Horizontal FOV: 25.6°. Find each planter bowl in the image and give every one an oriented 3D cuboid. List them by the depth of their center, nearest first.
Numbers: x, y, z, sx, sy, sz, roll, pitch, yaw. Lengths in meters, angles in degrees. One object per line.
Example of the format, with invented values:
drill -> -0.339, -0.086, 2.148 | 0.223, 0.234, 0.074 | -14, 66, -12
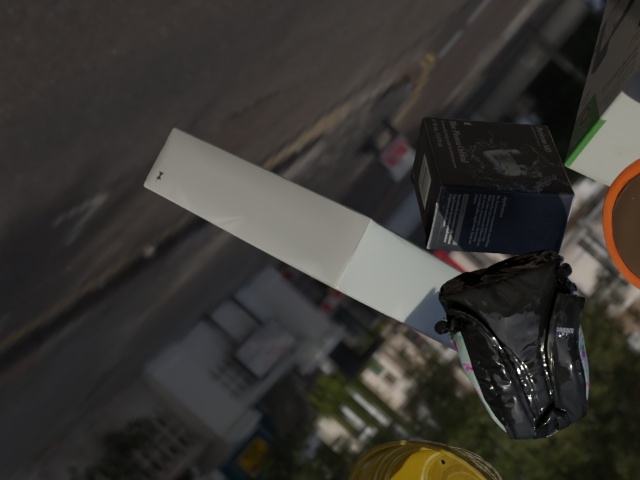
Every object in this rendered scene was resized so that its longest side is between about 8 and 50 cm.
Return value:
planter bowl -> 0.141, 0.295, 1.544 | 0.090, 0.217, 0.217 | -36, 167, -50

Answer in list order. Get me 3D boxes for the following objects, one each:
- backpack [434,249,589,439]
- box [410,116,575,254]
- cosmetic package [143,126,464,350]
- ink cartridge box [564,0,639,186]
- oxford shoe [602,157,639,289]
backpack -> 0.212, 0.110, 1.453 | 0.152, 0.182, 0.115 | -17, -166, 13
box -> 0.197, -0.064, 1.645 | 0.156, 0.158, 0.093 | -98, -166, -54
cosmetic package -> 0.000, 0.000, 1.741 | 0.284, 0.377, 0.097 | 26, 91, -47
ink cartridge box -> 0.291, -0.164, 1.187 | 0.153, 0.086, 0.208 | 118, -7, -59
oxford shoe -> 0.355, -0.039, 0.851 | 0.363, 0.130, 0.132 | -4, -174, 45
